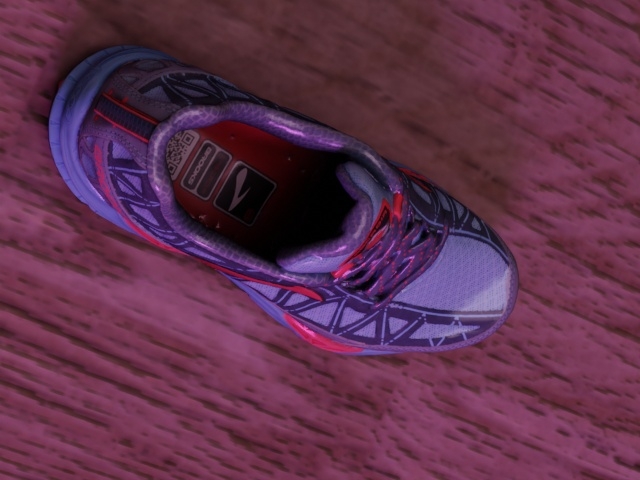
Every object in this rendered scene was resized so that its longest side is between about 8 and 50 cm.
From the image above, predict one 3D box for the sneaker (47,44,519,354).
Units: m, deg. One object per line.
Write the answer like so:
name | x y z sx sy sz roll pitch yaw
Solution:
sneaker | 0.000 0.000 0.705 0.262 0.125 0.104 23 91 -29
